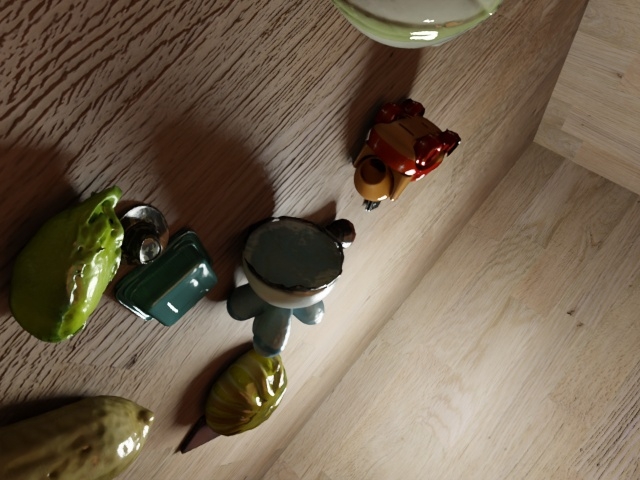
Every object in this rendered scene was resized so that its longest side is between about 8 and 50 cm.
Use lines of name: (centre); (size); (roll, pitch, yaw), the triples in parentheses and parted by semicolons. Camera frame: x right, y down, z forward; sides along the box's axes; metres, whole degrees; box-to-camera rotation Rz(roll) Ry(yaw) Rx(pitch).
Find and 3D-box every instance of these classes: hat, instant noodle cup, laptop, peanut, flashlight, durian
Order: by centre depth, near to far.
durian: (-0.346, 0.043, 0.580); (0.139, 0.101, 0.250); (-86, -159, -65)
hat: (-0.286, 0.003, 0.684); (0.121, 0.050, 0.121); (-38, 150, -28)
peanut: (-0.466, 0.391, 0.752); (0.192, 0.170, 0.387); (-47, 160, 20)
instant noodle cup: (-0.272, 0.083, 0.802); (0.179, 0.070, 0.157); (-46, 157, -18)
flashlight: (0.000, 0.000, 1.173); (0.231, 0.093, 0.093); (-18, 139, -45)
laptop: (-0.371, 0.635, 1.448); (0.154, 0.026, 0.207); (-55, 155, 10)

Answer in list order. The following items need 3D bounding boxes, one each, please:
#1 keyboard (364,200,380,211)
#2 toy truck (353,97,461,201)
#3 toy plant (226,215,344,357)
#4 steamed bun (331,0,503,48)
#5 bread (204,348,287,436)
keyboard: (0.202, -0.195, 1.331); (0.093, 0.025, 0.230); (-23, 143, -51)
toy truck: (0.208, -0.223, 1.121); (0.264, 0.189, 0.239); (-26, 155, -46)
toy plant: (-0.095, 0.135, 1.014); (0.247, 0.247, 0.333); (-30, 150, -41)
steamed bun: (0.106, -0.426, 0.537); (0.309, 0.309, 0.309); (-41, 154, -25)
bread: (-0.222, 0.492, 1.349); (0.333, 0.160, 0.333); (-39, 152, -25)
